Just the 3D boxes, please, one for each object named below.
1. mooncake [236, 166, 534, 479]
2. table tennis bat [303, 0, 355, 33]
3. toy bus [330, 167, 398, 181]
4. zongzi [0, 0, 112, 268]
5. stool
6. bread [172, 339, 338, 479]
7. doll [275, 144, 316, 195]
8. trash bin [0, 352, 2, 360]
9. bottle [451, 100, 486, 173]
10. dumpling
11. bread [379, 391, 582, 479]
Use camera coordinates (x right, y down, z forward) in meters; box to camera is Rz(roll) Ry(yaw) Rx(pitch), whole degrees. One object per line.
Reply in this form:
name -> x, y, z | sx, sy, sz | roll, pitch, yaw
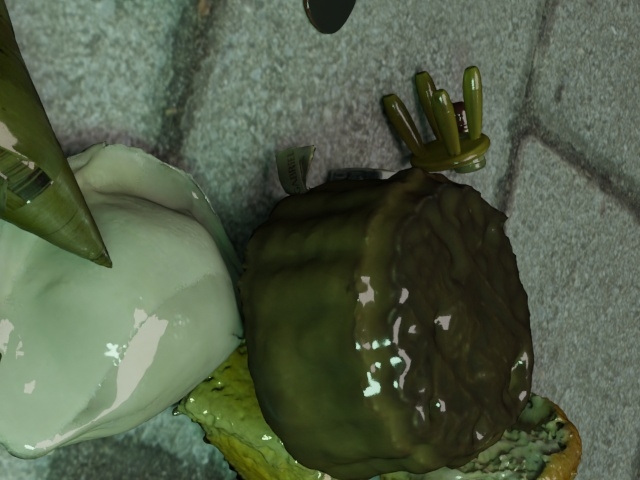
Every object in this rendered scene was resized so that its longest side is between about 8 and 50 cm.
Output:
mooncake -> 0.080, 0.086, 1.234 | 0.324, 0.187, 0.324 | 11, 76, -50
table tennis bat -> 0.025, -0.327, 1.495 | 0.087, 0.013, 0.156 | 50, 57, -38
toy bus -> 0.074, 0.080, 1.517 | 0.138, 0.097, 0.343 | -2, 94, -48
zongzi -> -0.274, -0.141, 1.023 | 0.289, 0.123, 0.260 | 28, 52, -38
stool -> 0.160, -0.161, 1.594 | 0.135, 0.134, 0.111 | -108, 178, -70
bread -> -0.022, 0.190, 1.367 | 0.262, 0.162, 0.204 | 51, 48, -30
doll -> -0.007, 0.000, 1.397 | 0.105, 0.115, 0.221 | -29, 93, -22
trash bin -> -0.367, 0.117, 0.916 | 0.214, 0.214, 0.334 | 29, 74, -47
bottle -> 0.203, -0.147, 1.693 | 0.047, 0.063, 0.101 | -18, 106, -14
dumpling -> -0.203, 0.044, 1.145 | 0.341, 0.181, 0.260 | -26, 98, -26
bread -> 0.208, 0.299, 1.570 | 0.274, 0.274, 0.149 | -30, 120, -44
